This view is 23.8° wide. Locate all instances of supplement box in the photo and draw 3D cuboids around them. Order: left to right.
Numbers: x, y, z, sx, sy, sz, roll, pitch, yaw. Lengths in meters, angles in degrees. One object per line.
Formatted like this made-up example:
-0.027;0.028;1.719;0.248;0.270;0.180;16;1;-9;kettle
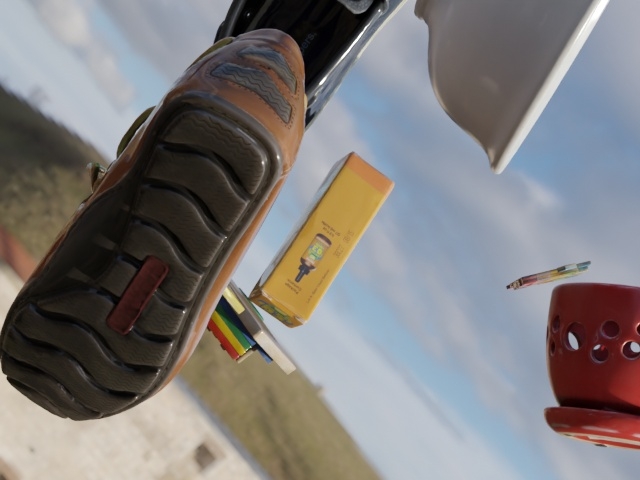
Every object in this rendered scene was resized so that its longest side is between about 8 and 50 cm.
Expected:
0.000;0.000;1.992;0.078;0.233;0.080;37;-21;-11;supplement box

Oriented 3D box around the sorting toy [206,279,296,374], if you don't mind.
-0.095;0.074;1.539;0.132;0.046;0.274;52;-2;25;sorting toy

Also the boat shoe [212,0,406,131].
0.019;-0.323;1.756;0.187;0.500;0.156;34;13;7;boat shoe

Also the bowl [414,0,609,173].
0.168;-0.213;1.241;0.134;0.298;0.298;31;-10;5;bowl

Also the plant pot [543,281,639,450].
0.349;0.148;1.741;0.191;0.174;0.191;10;-11;2;plant pot

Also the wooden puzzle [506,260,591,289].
0.160;0.025;1.058;0.083;0.049;0.006;110;-33;-82;wooden puzzle

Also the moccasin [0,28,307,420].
-0.125;-0.004;1.103;0.139;0.147;0.380;29;-52;-2;moccasin
